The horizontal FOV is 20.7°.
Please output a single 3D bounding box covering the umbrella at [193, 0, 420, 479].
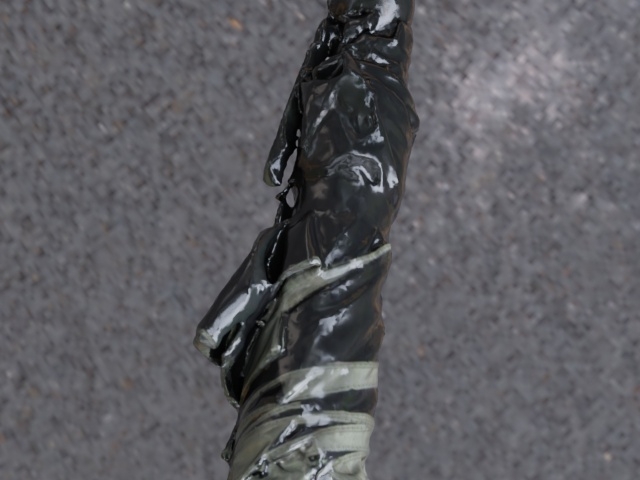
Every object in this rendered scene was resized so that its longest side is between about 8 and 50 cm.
[{"bbox_3d":[-0.002,0.002,1.012,0.106,0.358,0.113,5,156,8],"label":"umbrella"}]
